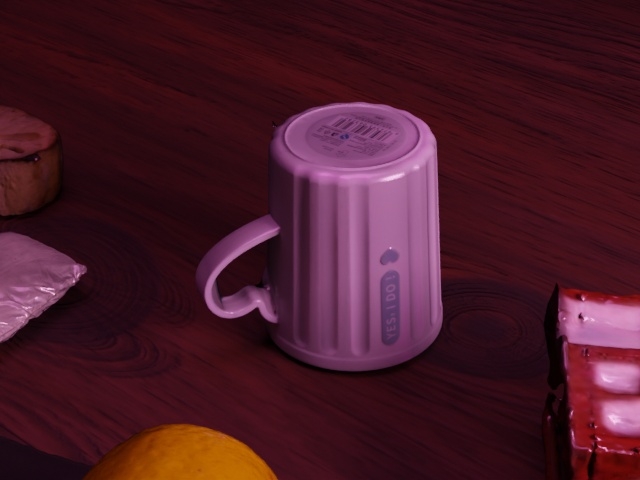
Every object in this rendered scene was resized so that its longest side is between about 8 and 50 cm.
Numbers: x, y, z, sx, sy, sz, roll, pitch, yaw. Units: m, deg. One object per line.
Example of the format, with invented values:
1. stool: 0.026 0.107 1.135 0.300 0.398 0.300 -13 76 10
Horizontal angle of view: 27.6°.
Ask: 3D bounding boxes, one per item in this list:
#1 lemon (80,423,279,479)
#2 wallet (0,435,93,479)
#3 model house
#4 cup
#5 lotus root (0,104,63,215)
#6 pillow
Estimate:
1. lemon: -0.101 0.218 0.897 0.170 0.170 0.207 6 34 8
2. wallet: -0.242 0.212 1.024 0.244 0.025 0.124 14 37 19
3. model house: 0.300 0.150 1.003 0.254 0.160 0.196 4 35 2
4. cup: 0.014 0.004 1.171 0.167 0.202 0.221 22 39 32
5. lotus root: -0.406 -0.091 1.421 0.260 0.074 0.170 3 34 7
6. pillow: -0.336 0.064 1.217 0.128 0.051 0.229 19 41 29
